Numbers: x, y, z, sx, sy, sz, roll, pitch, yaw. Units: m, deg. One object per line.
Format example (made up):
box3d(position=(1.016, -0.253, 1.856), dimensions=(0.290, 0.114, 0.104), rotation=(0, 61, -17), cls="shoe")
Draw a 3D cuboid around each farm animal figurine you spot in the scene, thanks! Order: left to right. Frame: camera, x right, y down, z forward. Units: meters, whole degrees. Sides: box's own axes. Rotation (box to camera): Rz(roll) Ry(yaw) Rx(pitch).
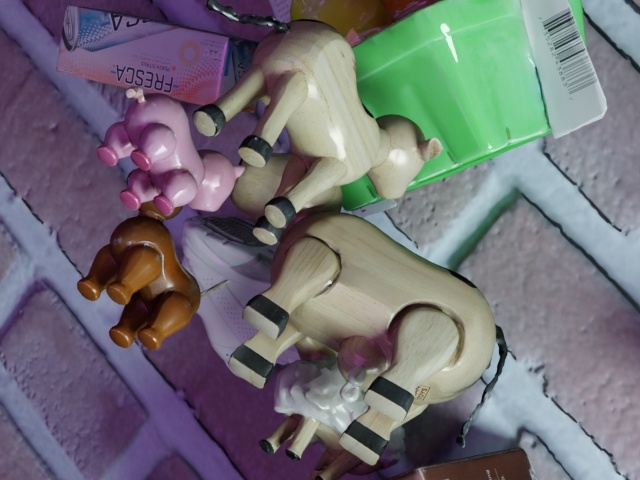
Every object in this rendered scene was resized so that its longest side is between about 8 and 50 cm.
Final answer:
box3d(position=(0.000, 0.000, 1.219), dimensions=(0.327, 0.172, 0.330), rotation=(43, 147, -5), cls="farm animal figurine")

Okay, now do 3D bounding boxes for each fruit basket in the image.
box3d(position=(0.057, -0.215, 1.288), dimensions=(0.327, 0.165, 0.353), rotation=(-24, 81, 56), cls="fruit basket")

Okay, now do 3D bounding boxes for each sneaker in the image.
box3d(position=(-0.028, 0.069, 1.435), dimensions=(0.232, 0.090, 0.115), rotation=(31, 115, 36), cls="sneaker")

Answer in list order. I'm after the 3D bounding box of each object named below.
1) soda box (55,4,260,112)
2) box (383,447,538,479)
box3d(position=(-0.137, -0.156, 1.513), dimensions=(0.183, 0.058, 0.063), rotation=(15, 98, 32), cls="soda box")
box3d(position=(0.063, 0.268, 1.315), dimensions=(0.203, 0.167, 0.168), rotation=(-27, 76, 30), cls="box")
